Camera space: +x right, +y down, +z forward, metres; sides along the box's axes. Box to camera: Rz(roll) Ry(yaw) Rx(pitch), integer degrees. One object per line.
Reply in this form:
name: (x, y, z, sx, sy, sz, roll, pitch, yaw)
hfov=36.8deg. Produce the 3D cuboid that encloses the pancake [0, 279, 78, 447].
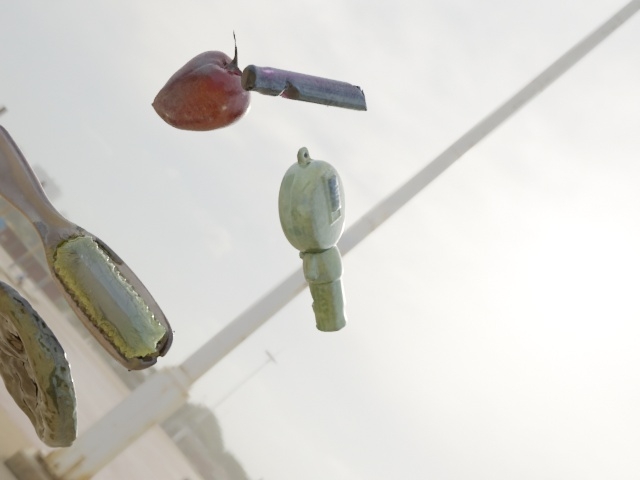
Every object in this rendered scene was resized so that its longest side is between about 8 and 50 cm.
pancake: (-0.436, 0.179, 1.407, 0.294, 0.049, 0.294, 34, -42, 37)

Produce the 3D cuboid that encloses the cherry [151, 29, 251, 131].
cherry: (-0.143, -0.188, 1.220, 0.087, 0.126, 0.106, 46, 35, -46)

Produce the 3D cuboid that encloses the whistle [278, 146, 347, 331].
whistle: (0.000, 0.000, 1.284, 0.067, 0.126, 0.258, 2, -69, 27)

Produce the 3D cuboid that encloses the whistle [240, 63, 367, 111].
whistle: (-0.015, -0.173, 1.096, 0.176, 0.033, 0.033, 3, 23, -40)

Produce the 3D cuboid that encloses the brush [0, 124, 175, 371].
brush: (-0.255, -0.005, 0.950, 0.313, 0.072, 0.067, 51, -18, 2)
